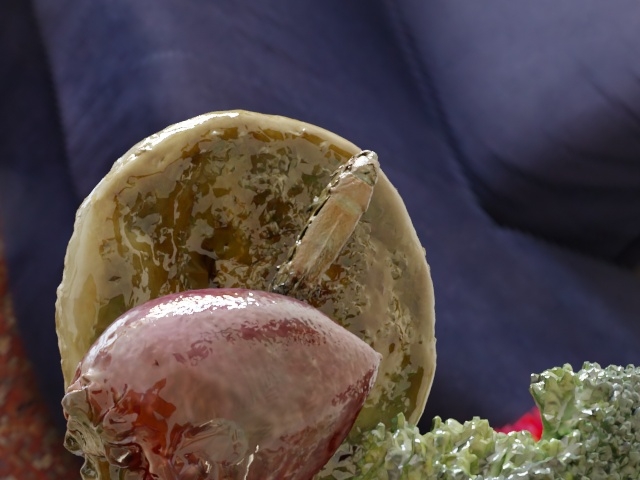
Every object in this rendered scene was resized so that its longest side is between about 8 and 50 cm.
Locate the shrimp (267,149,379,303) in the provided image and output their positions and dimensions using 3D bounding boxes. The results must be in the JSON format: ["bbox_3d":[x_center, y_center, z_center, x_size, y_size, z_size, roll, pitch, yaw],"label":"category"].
[{"bbox_3d":[0.000,0.000,1.530,0.043,0.091,0.184,36,60,-12],"label":"shrimp"}]

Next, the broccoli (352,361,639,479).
[{"bbox_3d":[0.144,0.234,1.532,0.249,0.375,0.302,45,-6,-39],"label":"broccoli"}]

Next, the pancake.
[{"bbox_3d":[-0.056,0.072,1.598,0.387,0.082,0.387,2,85,-26],"label":"pancake"}]

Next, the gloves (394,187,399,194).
[{"bbox_3d":[-0.014,-0.004,1.809,0.181,0.129,0.106,3,36,-1],"label":"gloves"}]

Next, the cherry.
[{"bbox_3d":[-0.071,0.126,1.384,0.175,0.250,0.192,-157,-131,-80],"label":"cherry"}]
